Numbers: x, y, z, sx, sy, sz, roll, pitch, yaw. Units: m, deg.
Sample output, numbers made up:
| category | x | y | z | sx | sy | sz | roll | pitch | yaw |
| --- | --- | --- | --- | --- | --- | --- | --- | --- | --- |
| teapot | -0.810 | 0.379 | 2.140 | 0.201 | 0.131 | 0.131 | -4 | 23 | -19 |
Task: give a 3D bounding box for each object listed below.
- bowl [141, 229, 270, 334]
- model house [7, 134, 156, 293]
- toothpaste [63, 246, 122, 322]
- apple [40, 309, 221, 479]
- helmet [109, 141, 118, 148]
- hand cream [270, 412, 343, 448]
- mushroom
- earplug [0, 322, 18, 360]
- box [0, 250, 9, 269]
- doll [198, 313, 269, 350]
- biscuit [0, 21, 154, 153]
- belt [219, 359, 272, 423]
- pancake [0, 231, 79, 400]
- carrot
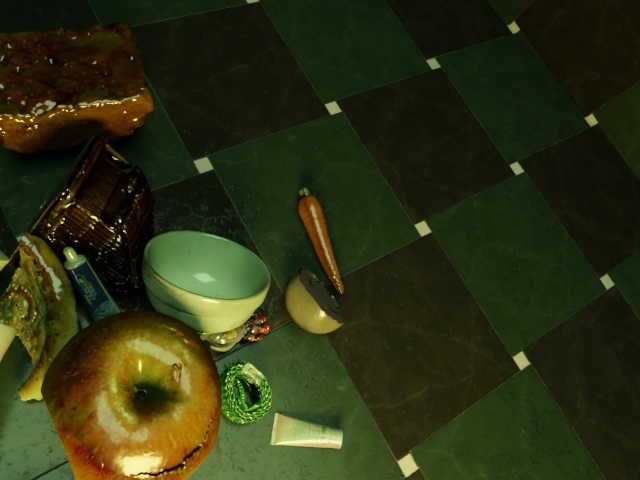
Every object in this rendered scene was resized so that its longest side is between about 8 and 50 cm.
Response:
| category | x | y | z | sx | sy | sz | roll | pitch | yaw |
| --- | --- | --- | --- | --- | --- | --- | --- | --- | --- |
| bowl | -0.284 | 0.114 | 1.336 | 0.307 | 0.163 | 0.307 | 15 | 26 | -7 |
| model house | -0.531 | -0.032 | 1.352 | 0.283 | 0.297 | 0.317 | 36 | 33 | -27 |
| toothpaste | -0.516 | 0.127 | 1.261 | 0.069 | 0.047 | 0.268 | -40 | 128 | -32 |
| apple | -0.389 | 0.342 | 1.138 | 0.375 | 0.374 | 0.383 | 7 | 60 | -16 |
| helmet | -0.587 | -0.269 | 1.496 | 0.111 | 0.057 | 0.089 | -16 | 55 | -21 |
| hand cream | -0.033 | 0.481 | 1.371 | 0.174 | 0.047 | 0.076 | 10 | 64 | -5 |
| mushroom | -0.029 | 0.171 | 1.469 | 0.117 | 0.141 | 0.188 | -34 | 78 | 6 |
| earplug | -0.740 | 0.311 | 1.069 | 0.185 | 0.185 | 0.323 | 13 | 70 | -14 |
| box | -0.832 | 0.080 | 1.190 | 0.168 | 0.071 | 0.259 | 43 | 88 | 2 |
| doll | -0.226 | 0.229 | 1.402 | 0.195 | 0.062 | 0.104 | -5 | 70 | -28 |
| biscuit | -0.659 | -0.403 | 1.445 | 0.395 | 0.166 | 0.342 | -12 | 56 | -18 |
| belt | -0.192 | 0.372 | 1.346 | 0.121 | 0.079 | 0.151 | -23 | 87 | -37 |
| pancake | -0.630 | 0.168 | 1.199 | 0.197 | 0.054 | 0.376 | -3 | 92 | 12 |
| carrot | 0.000 | 0.000 | 1.590 | 0.069 | 0.069 | 0.335 | -14 | 79 | -24 |
